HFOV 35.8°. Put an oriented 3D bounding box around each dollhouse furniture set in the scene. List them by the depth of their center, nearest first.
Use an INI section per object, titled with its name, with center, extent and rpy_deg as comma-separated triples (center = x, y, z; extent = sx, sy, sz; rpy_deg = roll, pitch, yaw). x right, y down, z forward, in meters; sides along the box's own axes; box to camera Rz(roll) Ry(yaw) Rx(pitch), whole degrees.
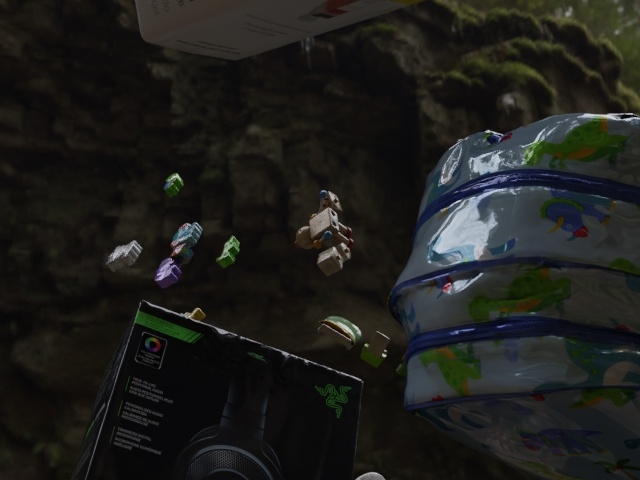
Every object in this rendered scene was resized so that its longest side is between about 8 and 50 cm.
[dollhouse furniture set]
center = 0.075, 0.138, 1.470
extent = 0.151, 0.076, 0.059
rpy_deg = 30, -74, 10

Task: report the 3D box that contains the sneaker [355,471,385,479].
[sneaker]
center = 0.014, 0.449, 1.635
extent = 0.212, 0.080, 0.094
rpy_deg = -4, -34, -35

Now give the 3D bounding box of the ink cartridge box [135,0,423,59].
[ink cartridge box]
center = 0.014, -0.347, 0.862
extent = 0.384, 0.279, 0.160
rpy_deg = -12, -4, 30

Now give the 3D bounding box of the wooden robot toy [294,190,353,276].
[wooden robot toy]
center = 0.000, 0.000, 1.525
extent = 0.079, 0.173, 0.076
rpy_deg = -29, -50, 21

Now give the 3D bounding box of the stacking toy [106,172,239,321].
[stacking toy]
center = -0.219, 0.022, 1.519
extent = 0.052, 0.221, 0.167
rpy_deg = -18, -57, 35

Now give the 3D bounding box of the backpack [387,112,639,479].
[backpack]
center = 0.214, 0.063, 0.661
extent = 0.355, 0.273, 0.290
rpy_deg = 47, -30, -23

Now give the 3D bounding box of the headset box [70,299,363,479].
[headset box]
center = -0.102, 0.223, 0.936
extent = 0.246, 0.283, 0.131
rpy_deg = 22, -43, -13
